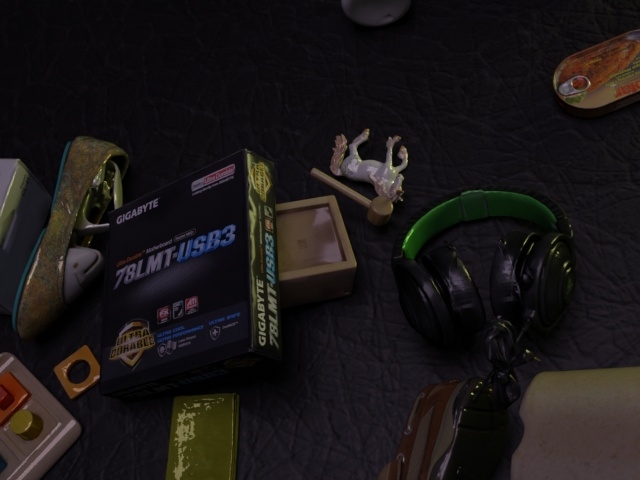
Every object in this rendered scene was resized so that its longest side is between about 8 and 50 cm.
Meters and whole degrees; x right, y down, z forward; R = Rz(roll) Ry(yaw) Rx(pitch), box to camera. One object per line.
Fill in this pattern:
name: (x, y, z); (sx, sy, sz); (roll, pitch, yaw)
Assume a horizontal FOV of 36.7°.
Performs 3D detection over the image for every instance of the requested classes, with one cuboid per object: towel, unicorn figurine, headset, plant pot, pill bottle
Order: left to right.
towel: (-0.166, 0.325, 1.319); (0.102, 0.021, 0.237); (-4, 62, 11)
pill bottle: (0.086, -0.472, 1.613); (0.117, 0.117, 0.215); (-9, 61, 10)
unicorn figurine: (0.086, -0.110, 1.465); (0.161, 0.060, 0.111); (7, 65, 35)
headset: (0.210, 0.045, 1.238); (0.243, 0.185, 0.394); (-11, 39, 11)
plant pot: (0.383, 0.266, 1.063); (0.305, 0.334, 0.334); (0, 63, 27)

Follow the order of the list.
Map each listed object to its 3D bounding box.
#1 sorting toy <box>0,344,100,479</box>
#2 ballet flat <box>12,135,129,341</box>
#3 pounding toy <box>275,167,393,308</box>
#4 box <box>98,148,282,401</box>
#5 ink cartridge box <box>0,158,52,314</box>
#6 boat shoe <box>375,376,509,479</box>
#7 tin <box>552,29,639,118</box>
sorting toy: (-0.470, 0.276, 1.407); (0.196, 0.047, 0.348); (36, 76, 27)
ballet flat: (-0.375, -0.007, 1.498); (0.123, 0.123, 0.349); (3, 63, 16)
pounding toy: (0.003, -0.009, 1.413); (0.206, 0.094, 0.181); (-10, 58, -11)
box: (-0.188, 0.054, 1.364); (0.295, 0.073, 0.293); (-19, 63, 33)
ink cartridge box: (-0.618, -0.010, 1.546); (0.306, 0.131, 0.226); (4, 64, 15)
boat shoe: (0.131, 0.322, 1.202); (0.120, 0.122, 0.324); (-1, 55, 48)
tin: (0.443, -0.249, 1.452); (0.189, 0.040, 0.106); (-21, 56, 3)
